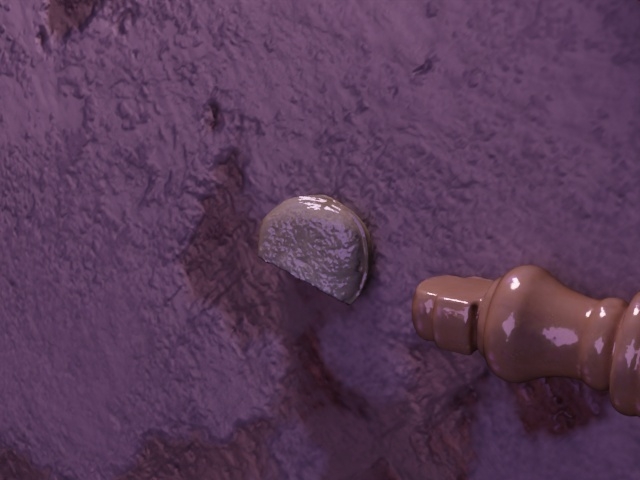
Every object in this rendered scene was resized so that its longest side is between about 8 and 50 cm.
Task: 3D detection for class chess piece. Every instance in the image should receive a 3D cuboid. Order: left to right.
[{"bbox_3d":[0.253,0.086,0.731,0.397,0.117,0.117,13,101,31],"label":"chess piece"}]

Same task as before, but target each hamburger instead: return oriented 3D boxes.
[{"bbox_3d":[0.002,-0.001,0.907,0.121,0.054,0.084,32,106,22],"label":"hamburger"}]

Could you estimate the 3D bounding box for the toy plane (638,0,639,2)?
[{"bbox_3d":[0.262,-0.281,0.719,0.130,0.061,0.189,33,106,25],"label":"toy plane"}]
